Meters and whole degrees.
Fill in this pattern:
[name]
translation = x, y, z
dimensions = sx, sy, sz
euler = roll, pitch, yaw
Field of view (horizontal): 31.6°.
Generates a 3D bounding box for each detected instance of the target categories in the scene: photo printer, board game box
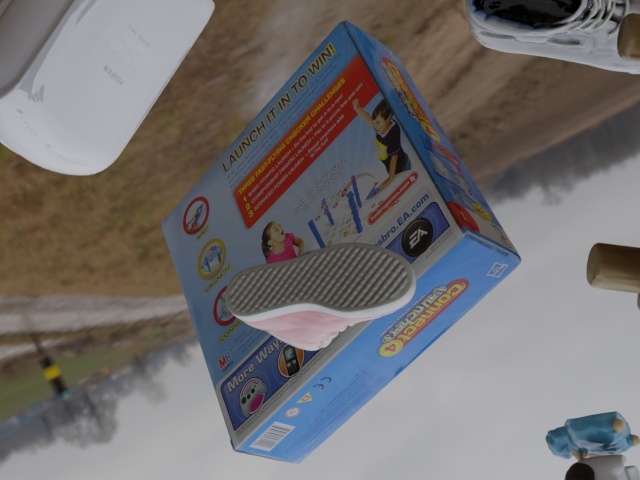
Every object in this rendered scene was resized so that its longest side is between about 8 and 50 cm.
[photo printer]
translation = -0.280, -0.233, 1.363
dimensions = 0.307, 0.107, 0.256
euler = -57, 155, -6
[board game box]
translation = 0.000, 0.000, 1.086
dimensions = 0.086, 0.302, 0.308
euler = 23, 122, -41

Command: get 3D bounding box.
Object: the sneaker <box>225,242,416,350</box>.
[sneaker]
translation = 0.010, 0.040, 0.759
dimensions = 0.134, 0.051, 0.070
euler = -8, 152, 25

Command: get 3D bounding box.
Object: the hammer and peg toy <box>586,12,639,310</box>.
[hammer and peg toy]
translation = 0.275, -0.001, 0.807
dimensions = 0.127, 0.361, 0.266
euler = 6, -173, -1

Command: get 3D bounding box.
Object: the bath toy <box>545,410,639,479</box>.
[bath toy]
translation = 0.332, 0.386, 1.372
dimensions = 0.129, 0.151, 0.348
euler = -15, -132, 27

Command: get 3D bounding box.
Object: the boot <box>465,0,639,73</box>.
[boot]
translation = 0.276, -0.226, 1.159
dimensions = 0.258, 0.095, 0.123
euler = 3, -177, 13
